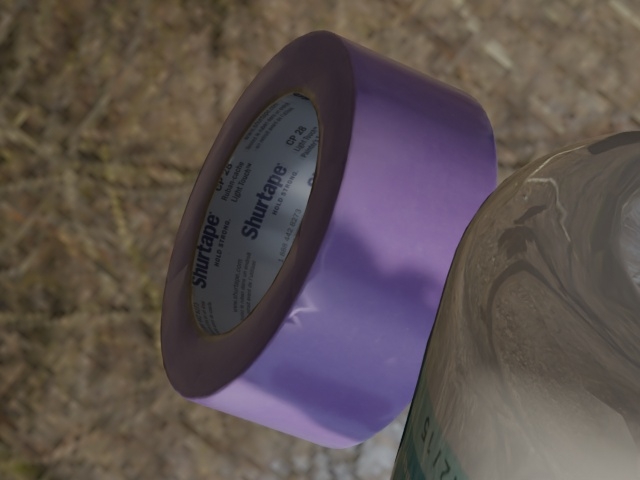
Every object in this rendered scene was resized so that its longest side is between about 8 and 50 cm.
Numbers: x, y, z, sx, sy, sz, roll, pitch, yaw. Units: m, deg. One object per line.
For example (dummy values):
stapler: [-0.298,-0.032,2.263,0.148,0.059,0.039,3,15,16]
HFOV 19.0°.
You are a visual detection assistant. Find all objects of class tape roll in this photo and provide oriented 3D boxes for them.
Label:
tape roll: [0.000,0.000,0.925,0.189,0.080,0.189,-49,-151,40]

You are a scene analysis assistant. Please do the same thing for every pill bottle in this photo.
pill bottle: [0.071,0.119,0.414,0.146,0.146,0.264,-57,164,-58]
